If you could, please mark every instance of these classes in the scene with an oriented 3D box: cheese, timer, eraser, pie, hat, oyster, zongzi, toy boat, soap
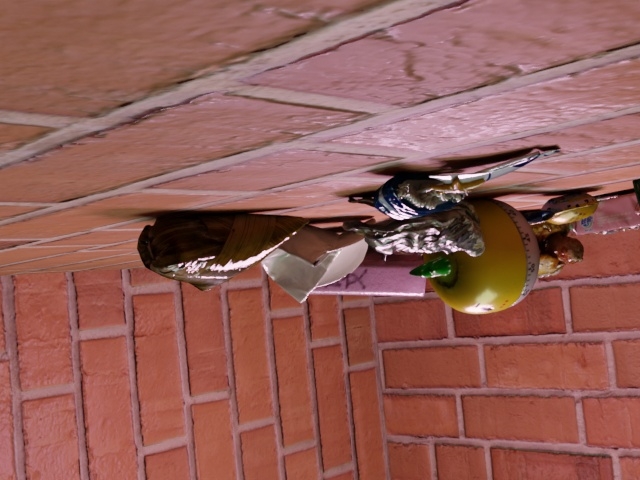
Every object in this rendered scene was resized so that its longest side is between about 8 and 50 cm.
[{"bbox_3d":[0.553,-0.068,1.942,0.250,0.064,0.157,-16,-178,-30],"label":"cheese"},{"bbox_3d":[0.320,0.045,1.862,0.285,0.285,0.285,-5,176,0],"label":"timer"},{"bbox_3d":[0.119,0.075,2.448,0.359,0.122,0.272,2,-166,-2],"label":"eraser"},{"bbox_3d":[0.546,0.006,2.536,0.418,0.180,0.395,7,169,-3],"label":"pie"},{"bbox_3d":[0.000,0.007,2.121,0.301,0.168,0.258,-28,163,-20],"label":"hat"},{"bbox_3d":[0.205,-0.031,1.651,0.351,0.158,0.162,13,-159,-35],"label":"oyster"},{"bbox_3d":[-0.186,-0.005,1.647,0.288,0.134,0.286,-20,169,13],"label":"zongzi"},{"bbox_3d":[0.232,-0.104,1.295,0.291,0.067,0.221,-22,168,36],"label":"toy boat"},{"bbox_3d":[0.794,-0.074,2.120,0.218,0.098,0.273,-4,176,-24],"label":"soap"}]

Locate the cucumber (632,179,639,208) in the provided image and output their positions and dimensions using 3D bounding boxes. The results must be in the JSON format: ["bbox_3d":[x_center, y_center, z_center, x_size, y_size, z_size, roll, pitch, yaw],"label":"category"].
[{"bbox_3d":[0.712,-0.087,1.802,0.048,0.105,0.048,-9,167,-2],"label":"cucumber"}]

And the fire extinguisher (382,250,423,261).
[{"bbox_3d":[0.241,-0.002,2.188,0.105,0.141,0.341,35,171,-10],"label":"fire extinguisher"}]
